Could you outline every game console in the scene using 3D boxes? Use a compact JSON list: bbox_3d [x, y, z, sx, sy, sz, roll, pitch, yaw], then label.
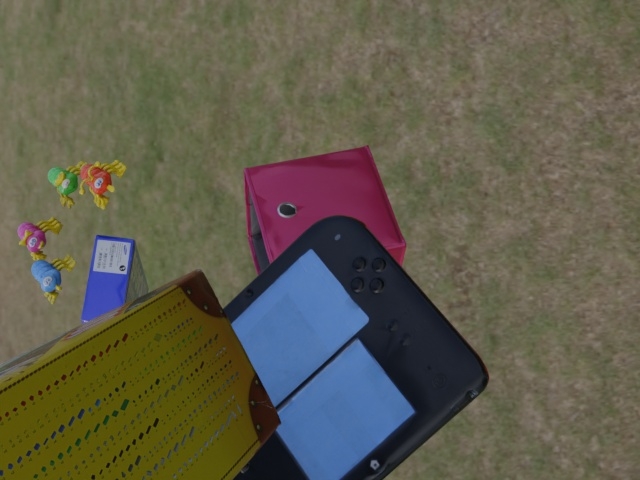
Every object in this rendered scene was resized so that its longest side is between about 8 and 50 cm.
[{"bbox_3d":[-0.010,0.187,1.183,0.386,0.060,0.342,-43,57,8],"label":"game console"}]

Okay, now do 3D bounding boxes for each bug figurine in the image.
[{"bbox_3d":[-0.463,-0.039,1.527,0.216,0.072,0.279,26,89,48],"label":"bug figurine"}]

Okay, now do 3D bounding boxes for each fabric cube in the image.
[{"bbox_3d":[0.000,0.000,1.711,0.259,0.258,0.254,93,163,-57],"label":"fabric cube"}]

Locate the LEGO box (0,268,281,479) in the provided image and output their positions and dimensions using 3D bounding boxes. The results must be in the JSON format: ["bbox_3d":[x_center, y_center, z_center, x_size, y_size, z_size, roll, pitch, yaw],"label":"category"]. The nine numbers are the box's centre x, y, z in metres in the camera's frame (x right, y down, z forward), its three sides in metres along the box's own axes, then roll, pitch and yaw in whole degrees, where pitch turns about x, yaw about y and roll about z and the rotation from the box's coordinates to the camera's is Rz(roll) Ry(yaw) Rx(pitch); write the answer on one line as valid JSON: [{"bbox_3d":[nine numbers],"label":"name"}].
[{"bbox_3d":[-0.315,0.240,0.744,0.372,0.500,0.193,-25,94,25],"label":"LEGO box"}]

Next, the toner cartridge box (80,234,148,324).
[{"bbox_3d":[-0.396,0.121,1.675,0.348,0.075,0.165,112,165,-71],"label":"toner cartridge box"}]
